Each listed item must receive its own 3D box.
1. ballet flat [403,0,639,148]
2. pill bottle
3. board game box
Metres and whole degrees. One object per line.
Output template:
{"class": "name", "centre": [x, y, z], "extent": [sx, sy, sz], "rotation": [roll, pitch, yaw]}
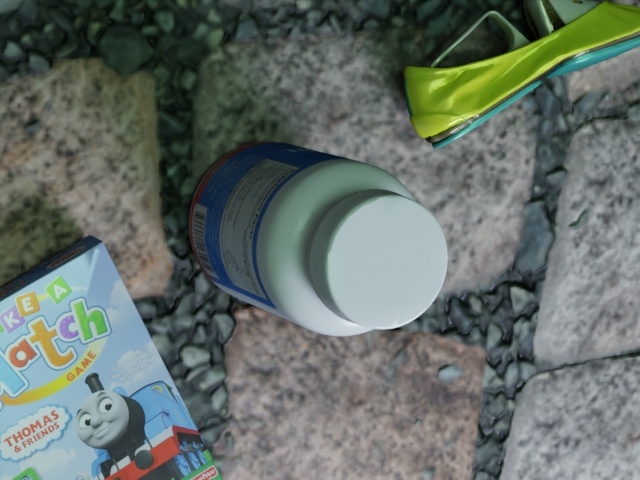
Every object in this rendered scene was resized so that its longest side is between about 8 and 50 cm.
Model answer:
{"class": "ballet flat", "centre": [0.164, -0.151, 1.536], "extent": [0.231, 0.077, 0.077], "rotation": [-27, 92, -17]}
{"class": "pill bottle", "centre": [0.000, 0.000, 1.397], "extent": [0.124, 0.221, 0.124], "rotation": [-4, 100, -25]}
{"class": "board game box", "centre": [-0.185, 0.127, 1.433], "extent": [0.160, 0.039, 0.211], "rotation": [-31, 109, -17]}
